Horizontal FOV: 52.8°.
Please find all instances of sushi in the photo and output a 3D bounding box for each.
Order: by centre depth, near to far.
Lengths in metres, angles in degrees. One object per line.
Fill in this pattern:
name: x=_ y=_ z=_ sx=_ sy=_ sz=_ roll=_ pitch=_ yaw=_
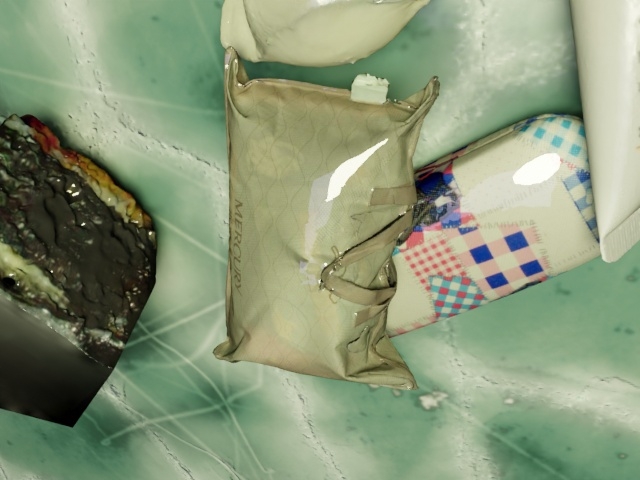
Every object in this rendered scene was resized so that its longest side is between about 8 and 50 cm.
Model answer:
sushi: x=-0.272 y=0.014 z=0.602 sx=0.227 sy=0.212 sz=0.215 roll=29 pitch=137 yaw=-14

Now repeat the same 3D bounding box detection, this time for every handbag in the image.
handbag: x=0.000 y=0.000 z=0.493 sx=0.182 sy=0.117 sz=0.270 roll=11 pitch=114 yaw=14

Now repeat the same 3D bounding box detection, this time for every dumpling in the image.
dumpling: x=0.000 y=-0.205 z=0.457 sx=0.181 sy=0.111 sz=0.155 roll=-2 pitch=89 yaw=12

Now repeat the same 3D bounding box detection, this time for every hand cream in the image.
hand cream: x=0.217 y=-0.148 z=0.420 sx=0.089 sy=0.139 sz=0.314 roll=14 pitch=125 yaw=53

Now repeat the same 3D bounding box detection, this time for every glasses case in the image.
glasses case: x=0.096 y=0.005 z=0.561 sx=0.327 sy=0.076 sz=0.125 roll=-26 pitch=106 yaw=28
